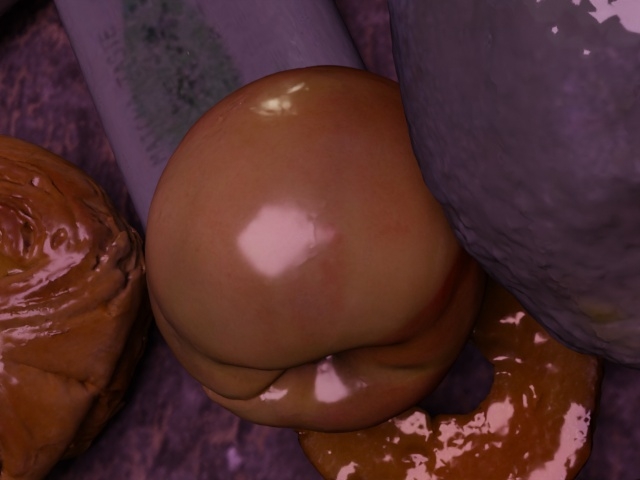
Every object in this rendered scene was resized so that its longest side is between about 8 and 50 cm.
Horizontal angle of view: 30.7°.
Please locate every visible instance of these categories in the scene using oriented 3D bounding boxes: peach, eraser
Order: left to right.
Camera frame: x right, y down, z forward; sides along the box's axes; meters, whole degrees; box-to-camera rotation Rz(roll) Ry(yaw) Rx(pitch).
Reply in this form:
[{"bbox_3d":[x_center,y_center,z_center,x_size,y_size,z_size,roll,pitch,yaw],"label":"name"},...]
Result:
[{"bbox_3d":[-0.068,-0.113,0.738,0.174,0.081,0.227,-28,72,13],"label":"eraser"},{"bbox_3d":[0.000,0.000,0.580,0.184,0.184,0.184,-4,78,19],"label":"peach"}]

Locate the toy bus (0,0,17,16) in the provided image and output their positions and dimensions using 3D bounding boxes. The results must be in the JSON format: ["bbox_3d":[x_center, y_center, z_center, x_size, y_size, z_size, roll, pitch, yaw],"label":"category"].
[{"bbox_3d":[-0.255,-0.287,0.759,0.440,0.209,0.249,-39,63,6],"label":"toy bus"}]

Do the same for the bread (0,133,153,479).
[{"bbox_3d":[-0.213,0.052,0.729,0.198,0.120,0.236,30,92,24],"label":"bread"}]

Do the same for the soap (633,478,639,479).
[{"bbox_3d":[0.158,0.167,0.592,0.140,0.045,0.089,-33,77,53],"label":"soap"}]

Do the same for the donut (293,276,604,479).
[{"bbox_3d":[0.072,0.081,0.660,0.178,0.065,0.162,12,78,22],"label":"donut"}]

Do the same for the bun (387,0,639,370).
[{"bbox_3d":[0.202,-0.106,0.499,0.211,0.362,0.362,12,82,48],"label":"bun"}]
